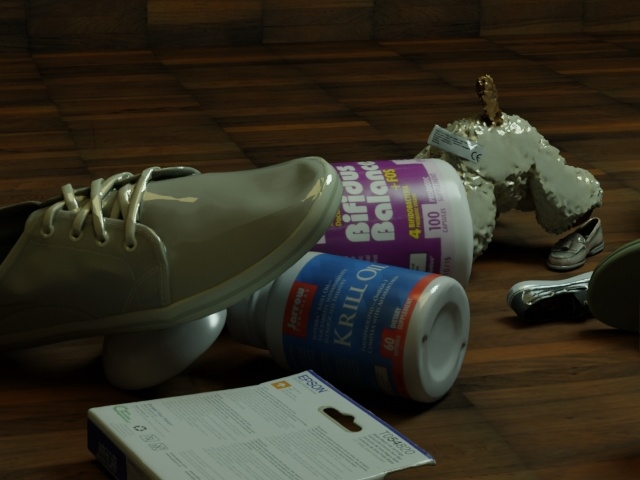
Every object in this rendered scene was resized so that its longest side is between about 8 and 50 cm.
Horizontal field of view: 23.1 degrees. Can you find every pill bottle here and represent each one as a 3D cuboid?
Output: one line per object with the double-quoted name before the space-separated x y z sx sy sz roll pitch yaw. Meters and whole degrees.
"pill bottle" 0.000 0.000 1.701 0.301 0.169 0.169 -4 18 -15
"pill bottle" 0.023 0.078 1.524 0.221 0.124 0.124 9 19 29

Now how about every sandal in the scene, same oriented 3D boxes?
"sandal" 0.410 0.072 1.585 0.302 0.120 0.086 11 34 30

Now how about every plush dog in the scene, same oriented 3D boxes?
"plush dog" 0.182 -0.081 1.944 0.262 0.211 0.225 -18 0 -23

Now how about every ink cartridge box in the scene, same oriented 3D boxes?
"ink cartridge box" -0.054 0.181 1.314 0.224 0.045 0.223 -7 19 -27

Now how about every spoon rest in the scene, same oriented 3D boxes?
"spoon rest" -0.188 0.074 1.590 0.137 0.084 0.276 -40 35 -13

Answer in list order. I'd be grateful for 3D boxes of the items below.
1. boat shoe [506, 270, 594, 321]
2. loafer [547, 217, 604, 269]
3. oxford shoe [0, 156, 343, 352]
"boat shoe" 0.274 0.067 1.713 0.142 0.049 0.040 -6 37 -15
"loafer" 0.313 0.003 1.922 0.045 0.039 0.125 11 20 30
"oxford shoe" -0.192 -0.001 1.498 0.449 0.130 0.169 -14 36 24
